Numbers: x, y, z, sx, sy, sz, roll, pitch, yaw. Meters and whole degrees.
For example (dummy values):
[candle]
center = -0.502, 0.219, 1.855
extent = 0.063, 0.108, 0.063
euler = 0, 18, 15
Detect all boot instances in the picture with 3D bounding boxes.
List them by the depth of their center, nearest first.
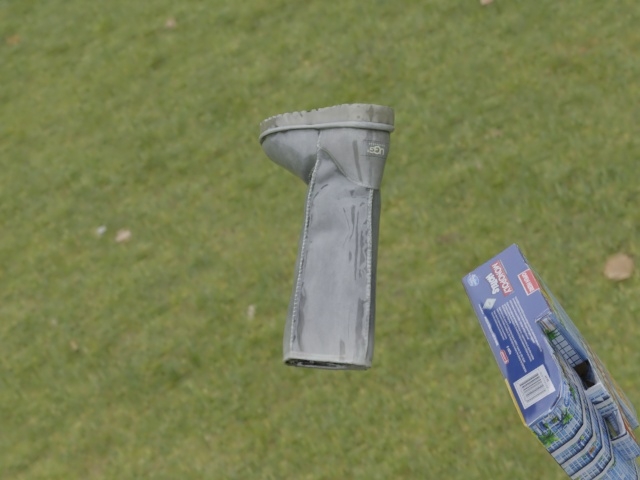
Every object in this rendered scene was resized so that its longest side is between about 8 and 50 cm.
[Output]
[boot]
center = -0.003, 0.000, 1.072
extent = 0.076, 0.208, 0.190
euler = 2, -2, -24

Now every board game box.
[board game box]
center = 0.210, 0.130, 1.077
extent = 0.060, 0.194, 0.194
euler = -35, 33, 12
